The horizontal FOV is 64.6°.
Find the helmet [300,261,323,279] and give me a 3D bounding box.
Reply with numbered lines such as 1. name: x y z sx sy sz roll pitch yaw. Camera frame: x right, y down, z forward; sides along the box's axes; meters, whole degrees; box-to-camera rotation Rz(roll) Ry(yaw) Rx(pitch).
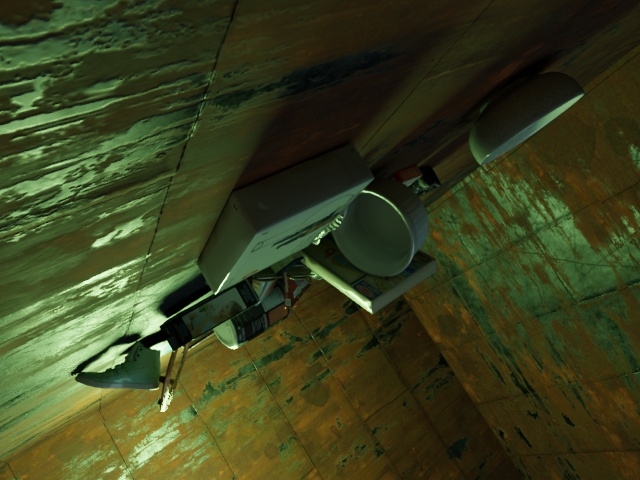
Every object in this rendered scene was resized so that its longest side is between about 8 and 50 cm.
1. helmet: 0.004 0.061 1.829 0.161 0.169 0.169 -46 176 -15

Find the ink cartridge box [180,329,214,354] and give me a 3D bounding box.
1. ink cartridge box: -0.445 0.350 2.112 0.296 0.066 0.261 -33 178 -4

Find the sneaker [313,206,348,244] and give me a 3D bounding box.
1. sneaker: 0.020 -0.073 1.396 0.095 0.090 0.235 -43 -178 -28

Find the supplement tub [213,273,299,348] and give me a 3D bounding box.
1. supplement tub: -0.242 0.251 1.895 0.316 0.194 0.193 -26 170 -37

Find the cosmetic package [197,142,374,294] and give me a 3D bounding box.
1. cosmetic package: -0.091 -0.035 1.083 0.284 0.097 0.377 -25 170 -30

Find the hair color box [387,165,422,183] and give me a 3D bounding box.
1. hair color box: 0.276 -0.205 1.694 0.141 0.043 0.072 -23 167 -49

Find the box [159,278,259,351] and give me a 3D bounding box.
1. box: -0.334 0.218 1.560 0.289 0.087 0.169 -29 -177 -6

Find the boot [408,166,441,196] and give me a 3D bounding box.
1. boot: 0.352 -0.200 1.927 0.178 0.085 0.236 -32 174 27

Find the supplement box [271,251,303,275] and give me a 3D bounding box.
1. supplement box: -0.113 0.045 1.530 0.083 0.083 0.056 -37 172 29

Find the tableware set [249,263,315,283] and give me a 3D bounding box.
1. tableware set: -0.122 0.112 1.588 0.194 0.039 0.128 -2 -166 -20

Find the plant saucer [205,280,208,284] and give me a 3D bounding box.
1. plant saucer: -0.241 0.090 1.469 0.195 0.037 0.195 -32 172 -5

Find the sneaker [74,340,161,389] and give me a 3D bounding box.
1. sneaker: -0.640 0.395 1.622 0.255 0.151 0.094 10 169 -29

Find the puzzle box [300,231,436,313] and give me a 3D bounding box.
1. puzzle box: 0.127 0.053 1.620 0.272 0.409 0.052 -30 131 -26

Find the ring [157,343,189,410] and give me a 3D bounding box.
1. ring: -0.503 0.416 1.750 0.336 0.032 0.337 -165 -90 -85

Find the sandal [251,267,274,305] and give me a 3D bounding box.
1. sandal: -0.184 0.108 1.734 0.265 0.076 0.102 -62 172 32

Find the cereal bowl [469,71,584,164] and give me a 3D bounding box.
1. cereal bowl: 0.574 -0.373 1.478 0.339 0.141 0.339 -32 172 -5

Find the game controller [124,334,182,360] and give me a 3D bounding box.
1. game controller: -0.578 0.387 1.863 0.166 0.067 0.319 -36 173 22

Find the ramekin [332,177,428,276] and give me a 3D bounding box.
1. ramekin: 0.177 -0.046 1.473 0.135 0.277 0.277 -36 177 -43

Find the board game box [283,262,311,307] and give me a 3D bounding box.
1. board game box: -0.083 0.136 1.873 0.027 0.145 0.281 1 -167 13
